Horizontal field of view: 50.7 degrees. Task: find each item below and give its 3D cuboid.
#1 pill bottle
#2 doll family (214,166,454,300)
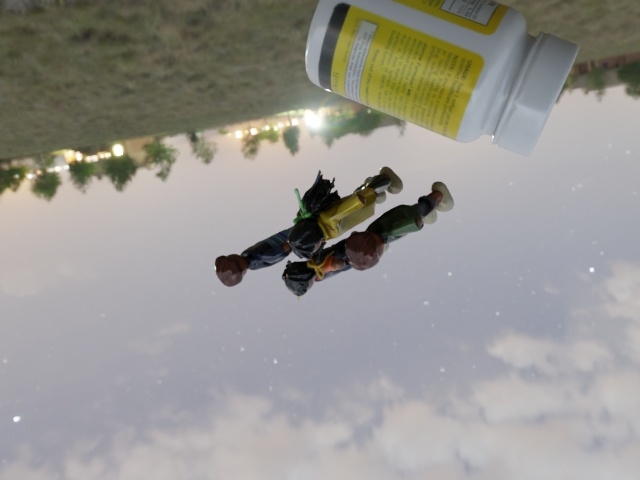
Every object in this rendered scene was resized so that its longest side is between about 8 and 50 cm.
[{"bbox_3d":[0.103,-0.157,0.586,0.208,0.119,0.119,25,-160,12],"label":"pill bottle"},{"bbox_3d":[0.000,0.000,0.495,0.111,0.076,0.193,-34,177,-39],"label":"doll family"}]
